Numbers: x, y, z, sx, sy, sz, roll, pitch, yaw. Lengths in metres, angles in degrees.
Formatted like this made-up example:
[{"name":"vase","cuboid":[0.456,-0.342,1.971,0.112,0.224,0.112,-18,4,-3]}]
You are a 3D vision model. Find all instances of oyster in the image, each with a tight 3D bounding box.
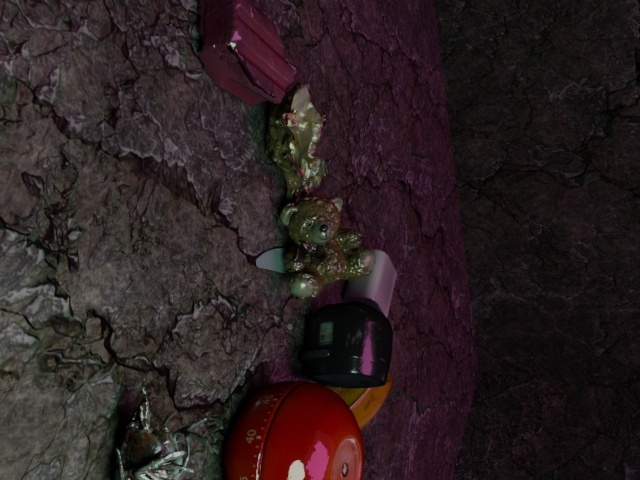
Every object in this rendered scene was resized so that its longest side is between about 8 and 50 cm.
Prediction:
[{"name":"oyster","cuboid":[-0.055,-0.241,1.573,0.197,0.133,0.337,-50,144,-33]}]

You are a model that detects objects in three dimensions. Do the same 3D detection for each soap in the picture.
[{"name":"soap","cuboid":[-0.157,-0.415,1.380,0.289,0.112,0.182,17,77,-63]}]

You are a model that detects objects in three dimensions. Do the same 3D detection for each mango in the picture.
[{"name":"mango","cuboid":[0.094,0.493,1.878,0.350,0.201,0.199,-40,104,-47]}]

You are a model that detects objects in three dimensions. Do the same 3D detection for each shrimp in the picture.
[{"name":"shrimp","cuboid":[-0.301,0.464,1.105,0.221,0.166,0.410,-134,-123,-80]}]

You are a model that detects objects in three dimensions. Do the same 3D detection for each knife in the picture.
[{"name":"knife","cuboid":[-0.079,0.068,1.665,0.331,0.044,0.080,29,66,-58]}]

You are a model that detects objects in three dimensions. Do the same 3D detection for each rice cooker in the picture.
[{"name":"rice cooker","cuboid":[0.077,0.303,1.758,0.267,0.267,0.224,43,45,-57]}]

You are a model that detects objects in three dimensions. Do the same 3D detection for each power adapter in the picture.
[{"name":"power adapter","cuboid":[0.167,0.182,2.074,0.187,0.124,0.255,57,42,-49]}]

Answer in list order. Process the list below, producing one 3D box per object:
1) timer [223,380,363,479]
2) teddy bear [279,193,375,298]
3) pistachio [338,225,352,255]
[{"name":"timer","cuboid":[-0.056,0.530,1.462,0.378,0.279,0.377,-1,91,-62]},{"name":"teddy bear","cuboid":[0.000,0.000,1.630,0.267,0.156,0.256,-17,106,-26]},{"name":"pistachio","cuboid":[0.027,0.016,1.778,0.185,0.125,0.124,59,40,-35]}]
